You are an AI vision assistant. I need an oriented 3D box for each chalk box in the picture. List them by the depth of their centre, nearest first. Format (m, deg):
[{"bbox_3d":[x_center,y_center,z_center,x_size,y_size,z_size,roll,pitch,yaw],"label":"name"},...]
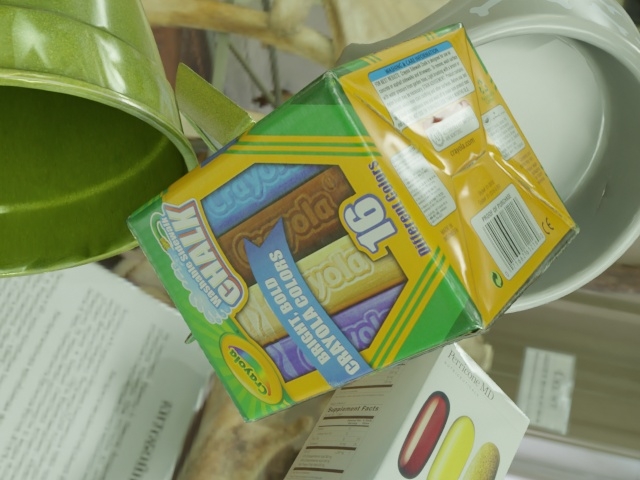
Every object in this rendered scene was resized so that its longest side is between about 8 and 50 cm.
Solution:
[{"bbox_3d":[0.000,0.000,0.681,0.180,0.289,0.179,-33,94,-50],"label":"chalk box"}]

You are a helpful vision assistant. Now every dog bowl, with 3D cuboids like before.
[{"bbox_3d":[0.170,-0.079,0.881,0.102,0.349,0.349,-106,-164,-58],"label":"dog bowl"}]

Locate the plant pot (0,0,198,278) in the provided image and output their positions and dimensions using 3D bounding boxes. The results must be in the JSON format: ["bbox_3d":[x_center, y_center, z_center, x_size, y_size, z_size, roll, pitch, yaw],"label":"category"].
[{"bbox_3d":[-0.315,-0.195,0.847,0.366,0.366,0.353,69,10,-68],"label":"plant pot"}]

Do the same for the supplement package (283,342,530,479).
[{"bbox_3d":[0.066,0.227,0.870,0.139,0.134,0.244,45,59,-21],"label":"supplement package"}]

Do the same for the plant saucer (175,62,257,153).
[{"bbox_3d":[-0.105,-0.119,1.177,0.045,0.188,0.188,-43,136,-6],"label":"plant saucer"}]
